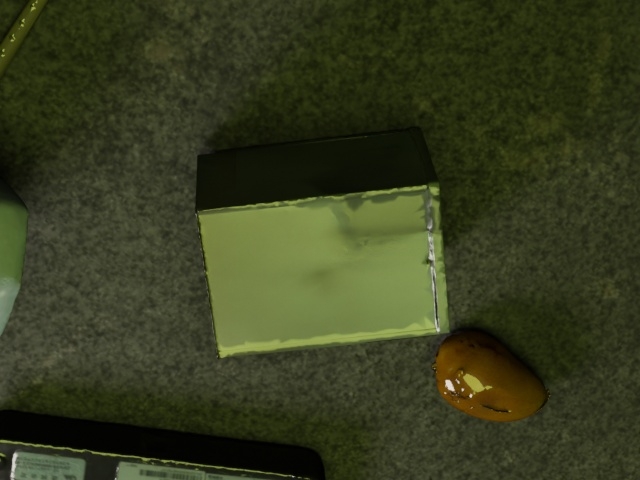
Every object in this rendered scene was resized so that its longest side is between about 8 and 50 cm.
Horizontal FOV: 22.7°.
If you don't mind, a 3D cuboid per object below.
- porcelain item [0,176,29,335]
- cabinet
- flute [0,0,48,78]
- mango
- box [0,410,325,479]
[{"bbox_3d":[-0.457,-0.015,1.301,0.405,0.242,0.178,7,104,-29],"label":"porcelain item"},{"bbox_3d":[0.000,0.000,1.418,0.206,0.150,0.145,-6,114,0],"label":"cabinet"},{"bbox_3d":[-0.270,-0.168,1.381,0.027,0.027,0.233,31,112,-18],"label":"flute"},{"bbox_3d":[0.166,0.139,1.553,0.127,0.063,0.077,29,104,-18],"label":"mango"},{"bbox_3d":[-0.179,0.290,1.612,0.350,0.058,0.211,7,116,-8],"label":"box"}]
